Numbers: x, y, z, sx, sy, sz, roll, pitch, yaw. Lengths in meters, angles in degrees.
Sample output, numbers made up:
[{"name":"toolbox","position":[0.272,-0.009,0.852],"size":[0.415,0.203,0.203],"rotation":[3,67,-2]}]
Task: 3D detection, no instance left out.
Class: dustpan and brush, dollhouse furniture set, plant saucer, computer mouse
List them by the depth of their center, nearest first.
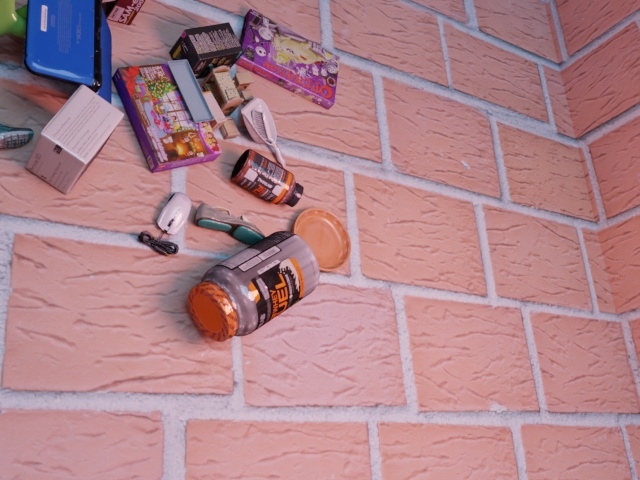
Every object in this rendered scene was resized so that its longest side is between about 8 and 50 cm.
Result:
[{"name":"computer mouse","position":[-0.385,-0.055,1.787],"size":[0.106,0.042,0.193],"rotation":[32,55,-18]},{"name":"plant saucer","position":[-0.359,-0.410,1.908],"size":[0.067,0.018,0.192],"rotation":[-20,81,-42]},{"name":"dollhouse furniture set","position":[-0.230,-0.409,2.017],"size":[0.161,0.101,0.182],"rotation":[-19,81,-39]},{"name":"plant saucer","position":[0.000,0.000,2.036],"size":[0.200,0.037,0.200],"rotation":[15,61,-29]},{"name":"dustpan and brush","position":[-0.156,-0.310,2.044],"size":[0.147,0.060,0.211],"rotation":[-61,141,-57]}]

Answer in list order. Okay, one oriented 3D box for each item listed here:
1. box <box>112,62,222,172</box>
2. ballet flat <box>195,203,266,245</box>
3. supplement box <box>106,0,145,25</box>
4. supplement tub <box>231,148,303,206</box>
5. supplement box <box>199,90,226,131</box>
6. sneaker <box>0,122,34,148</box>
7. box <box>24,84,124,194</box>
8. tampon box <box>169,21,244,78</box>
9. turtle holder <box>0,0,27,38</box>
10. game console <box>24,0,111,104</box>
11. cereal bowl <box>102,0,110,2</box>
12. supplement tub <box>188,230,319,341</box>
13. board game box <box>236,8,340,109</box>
[{"name":"box","position":[-0.416,-0.340,1.884],"size":[0.201,0.057,0.293],"rotation":[-18,81,-40]},{"name":"ballet flat","position":[-0.235,-0.048,1.872],"size":[0.213,0.072,0.068],"rotation":[20,55,-26]},{"name":"supplement box","position":[-0.544,-0.741,1.928],"size":[0.073,0.130,0.239],"rotation":[7,66,-34]},{"name":"supplement tub","position":[-0.146,-0.170,1.966],"size":[0.198,0.106,0.106],"rotation":[29,56,-21]},{"name":"supplement box","position":[-0.315,-0.364,1.963],"size":[0.036,0.062,0.098],"rotation":[-27,86,-41]},{"name":"sneaker","position":[-0.754,-0.254,1.608],"size":[0.166,0.065,0.076],"rotation":[-14,74,-40]},{"name":"box","position":[-0.583,-0.237,1.640],"size":[0.119,0.181,0.182],"rotation":[36,54,-16]},{"name":"tampon box","position":[-0.329,-0.545,1.996],"size":[0.161,0.120,0.101],"rotation":[-24,85,-40]},{"name":"turtle holder","position":[-0.813,-0.585,1.598],"size":[0.320,0.243,0.227],"rotation":[-7,36,-24]},{"name":"game console","position":[-0.617,-0.476,1.725],"size":[0.250,0.173,0.293],"rotation":[8,64,-34]},{"name":"cereal bowl","position":[-0.582,-0.804,1.807],"size":[0.339,0.141,0.339],"rotation":[-3,70,9]},{"name":"supplement tub","position":[-0.168,0.117,1.764],"size":[0.316,0.193,0.193],"rotation":[-32,89,-39]},{"name":"board game box","position":[-0.098,-0.580,2.225],"size":[0.347,0.056,0.208],"rotation":[21,63,-26]}]
